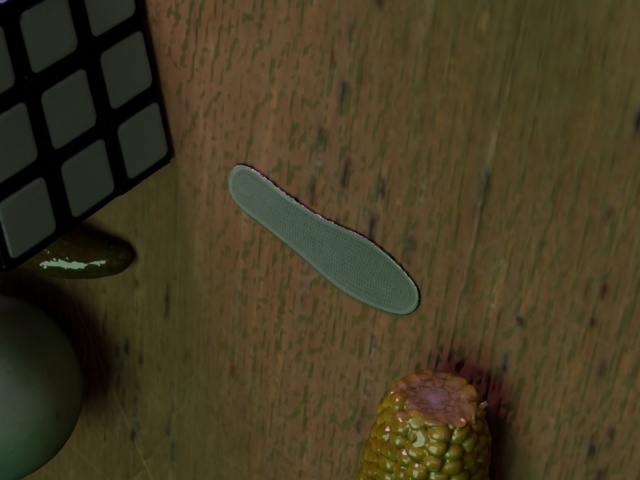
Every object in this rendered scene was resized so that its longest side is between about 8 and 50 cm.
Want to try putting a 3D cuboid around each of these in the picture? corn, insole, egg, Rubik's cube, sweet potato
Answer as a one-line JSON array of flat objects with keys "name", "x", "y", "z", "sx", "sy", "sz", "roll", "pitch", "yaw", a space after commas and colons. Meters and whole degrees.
[{"name": "corn", "x": 0.060, "y": 0.193, "z": 1.093, "sx": 0.091, "sy": 0.091, "sz": 0.260, "roll": 42, "pitch": 139, "yaw": 38}, {"name": "insole", "x": 0.000, "y": 0.000, "z": 1.077, "sx": 0.153, "sy": 0.002, "sz": 0.053, "roll": 37, "pitch": 138, "yaw": 19}, {"name": "egg", "x": -0.262, "y": 0.109, "z": 1.298, "sx": 0.192, "sy": 0.149, "sz": 0.149, "roll": 0, "pitch": 117, "yaw": 44}, {"name": "Rubik's cube", "x": -0.212, "y": -0.098, "z": 1.092, "sx": 0.161, "sy": 0.163, "sz": 0.162, "roll": 17, "pitch": 132, "yaw": 36}, {"name": "sweet potato", "x": -0.252, "y": -0.002, "z": 1.270, "sx": 0.269, "sy": 0.075, "sz": 0.074, "roll": 1, "pitch": 119, "yaw": 34}]
